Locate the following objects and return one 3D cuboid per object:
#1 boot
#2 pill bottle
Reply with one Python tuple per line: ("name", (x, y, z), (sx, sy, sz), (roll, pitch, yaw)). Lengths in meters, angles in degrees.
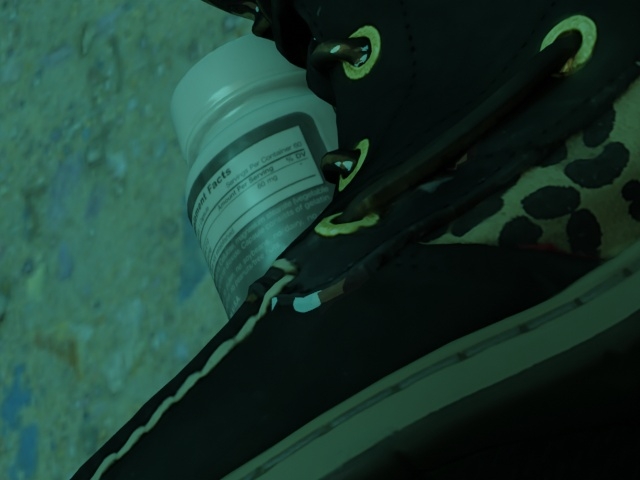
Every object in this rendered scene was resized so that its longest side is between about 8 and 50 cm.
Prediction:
("boot", (0.019, -0.031, 0.528), (0.377, 0.138, 0.284), (-38, 48, -4))
("pill bottle", (0.000, 0.000, 0.644), (0.078, 0.078, 0.137), (-41, 55, 29))
